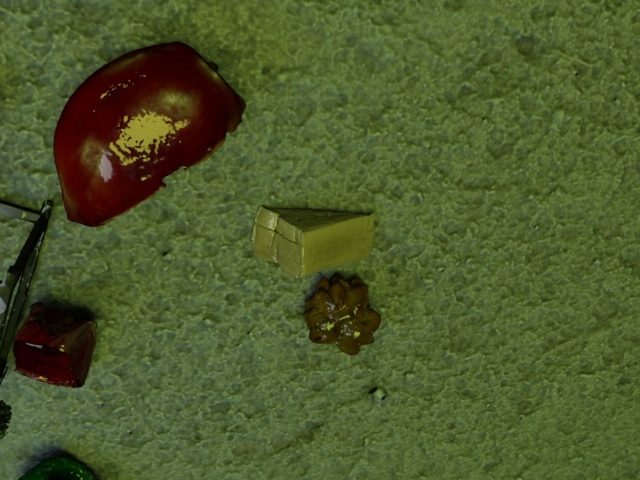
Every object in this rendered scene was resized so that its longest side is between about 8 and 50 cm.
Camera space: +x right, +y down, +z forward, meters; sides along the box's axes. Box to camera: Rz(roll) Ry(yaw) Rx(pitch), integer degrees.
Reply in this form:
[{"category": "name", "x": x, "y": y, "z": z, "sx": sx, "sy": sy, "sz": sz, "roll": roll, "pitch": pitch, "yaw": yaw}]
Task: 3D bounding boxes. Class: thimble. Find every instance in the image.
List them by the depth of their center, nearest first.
[{"category": "thimble", "x": -0.403, "y": 0.399, "z": 0.993, "sx": 0.090, "sy": 0.118, "sz": 0.130, "roll": -36, "pitch": 97, "yaw": 9}]

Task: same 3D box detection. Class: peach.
[{"category": "peach", "x": -0.232, "y": -0.131, "z": 0.786, "sx": 0.267, "sy": 0.158, "sz": 0.154, "roll": -33, "pitch": 110, "yaw": 5}]

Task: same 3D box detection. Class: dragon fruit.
[{"category": "dragon fruit", "x": -0.367, "y": 0.135, "z": 0.907, "sx": 0.102, "sy": 0.096, "sz": 0.147, "roll": 14, "pitch": 144, "yaw": -11}]

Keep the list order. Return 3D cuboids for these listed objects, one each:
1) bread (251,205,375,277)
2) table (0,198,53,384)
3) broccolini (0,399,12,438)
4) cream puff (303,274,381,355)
[{"category": "bread", "x": -0.008, "y": -0.008, "z": 0.950, "sx": 0.152, "sy": 0.105, "sz": 0.077, "roll": -13, "pitch": 119, "yaw": -42}, {"category": "table", "x": -0.532, "y": 0.059, "z": 0.762, "sx": 0.335, "sy": 0.222, "sz": 0.272, "roll": 18, "pitch": 110, "yaw": -19}, {"category": "broccolini", "x": -0.421, "y": 0.231, "z": 0.716, "sx": 0.203, "sy": 0.068, "sz": 0.091, "roll": -41, "pitch": 145, "yaw": 18}, {"category": "cream puff", "x": 0.032, "y": 0.115, "z": 0.973, "sx": 0.116, "sy": 0.094, "sz": 0.122, "roll": -32, "pitch": 120, "yaw": 6}]
